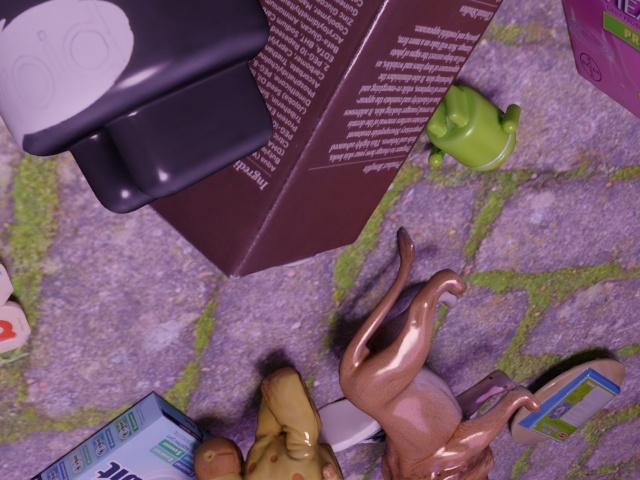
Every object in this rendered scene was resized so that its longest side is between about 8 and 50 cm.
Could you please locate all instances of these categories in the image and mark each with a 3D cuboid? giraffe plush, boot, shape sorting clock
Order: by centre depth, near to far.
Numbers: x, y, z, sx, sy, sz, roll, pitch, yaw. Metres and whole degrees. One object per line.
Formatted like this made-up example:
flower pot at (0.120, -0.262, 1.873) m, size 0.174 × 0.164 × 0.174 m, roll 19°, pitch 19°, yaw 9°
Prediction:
giraffe plush at (-0.068, 0.265, 0.963) m, size 0.170 × 0.210 × 0.181 m, roll -22°, pitch 139°, yaw -3°
boot at (0.064, 0.245, 1.117) m, size 0.190 × 0.069 × 0.086 m, roll -24°, pitch 130°, yaw -12°
shape sorting clock at (0.388, 0.253, 1.344) m, size 0.206 × 0.040 × 0.206 m, roll -20°, pitch 138°, yaw -19°

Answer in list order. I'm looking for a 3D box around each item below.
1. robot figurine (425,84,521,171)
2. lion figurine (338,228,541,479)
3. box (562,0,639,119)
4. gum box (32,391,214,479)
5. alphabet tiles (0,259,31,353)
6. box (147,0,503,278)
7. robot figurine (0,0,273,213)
robot figurine at (0.151, -0.111, 0.856) m, size 0.101 × 0.067 × 0.115 m, roll -26°, pitch 145°, yaw 33°
lion figurine at (0.114, 0.196, 1.019) m, size 0.240 × 0.142 × 0.392 m, roll -38°, pitch 112°, yaw -5°
box at (0.322, -0.215, 0.761) m, size 0.117 × 0.213 × 0.243 m, roll -34°, pitch 137°, yaw -1°
gum box at (-0.219, 0.274, 0.992) m, size 0.184 × 0.041 × 0.157 m, roll -37°, pitch 137°, yaw 1°
alphabet tiles at (-0.402, 0.067, 0.712) m, size 0.278 × 0.021 × 0.284 m, roll -17°, pitch 134°, yaw -14°
box at (0.025, -0.168, 0.636) m, size 0.191 × 0.143 × 0.381 m, roll -15°, pitch 139°, yaw -59°
robot figurine at (-0.136, -0.161, 0.509) m, size 0.209 × 0.173 × 0.278 m, roll -24°, pitch 99°, yaw 16°
